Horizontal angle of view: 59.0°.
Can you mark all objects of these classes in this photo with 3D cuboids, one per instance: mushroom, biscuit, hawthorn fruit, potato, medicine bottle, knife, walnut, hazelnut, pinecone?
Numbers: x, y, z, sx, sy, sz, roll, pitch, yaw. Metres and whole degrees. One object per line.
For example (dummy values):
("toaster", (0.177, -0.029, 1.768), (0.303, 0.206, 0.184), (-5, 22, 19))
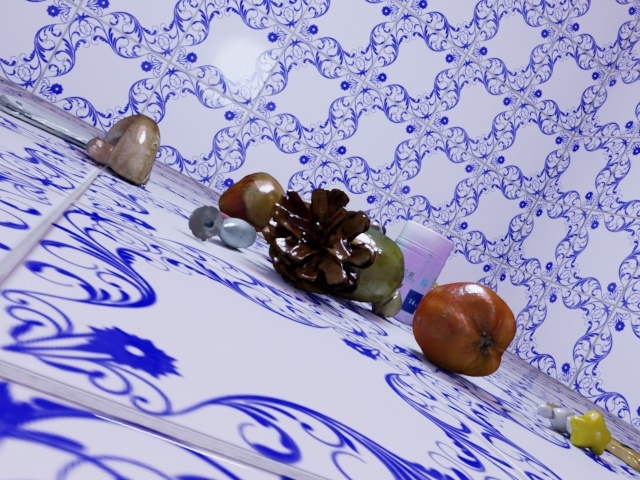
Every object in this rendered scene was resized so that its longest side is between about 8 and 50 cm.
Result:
("mushroom", (-0.446, -0.228, 1.325), (0.156, 0.151, 0.286), (30, 1, -31))
("biscuit", (0.591, 0.414, 1.199), (0.240, 0.035, 0.158), (30, 0, 34))
("hawthorn fruit", (0.256, 0.161, 1.032), (0.189, 0.189, 0.189), (29, 1, -1))
("potato", (0.046, 0.030, 1.259), (0.308, 0.173, 0.210), (28, 21, 8))
("medicine bottle", (0.243, 0.086, 1.553), (0.152, 0.253, 0.152), (28, 2, -1))
("knife", (-0.649, -0.279, 1.380), (0.073, 0.040, 0.266), (41, 7, 32))
("knife", (-0.216, -0.031, 1.618), (0.248, 0.018, 0.035), (32, -2, 0))
("walnut", (0.156, 0.143, 1.350), (0.092, 0.092, 0.092), (29, 1, -1))
("hazelnut", (-0.201, -0.120, 1.722), (0.210, 0.186, 0.210), (22, 19, -8))
("pinecone", (0.000, -0.002, 1.043), (0.229, 0.203, 0.201), (51, -19, 41))

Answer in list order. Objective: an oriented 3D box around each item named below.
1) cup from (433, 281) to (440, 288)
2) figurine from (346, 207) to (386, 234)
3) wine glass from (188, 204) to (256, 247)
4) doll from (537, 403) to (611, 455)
("cup", (0.387, 0.210, 1.760), (0.255, 0.178, 0.256), (25, 1, 20))
("figurine", (0.080, 0.014, 1.624), (0.206, 0.218, 0.365), (32, -2, 4))
("wine glass", (-0.175, -0.019, 1.048), (0.066, 0.066, 0.198), (29, 0, 13))
("doll", (0.453, 0.327, 1.020), (0.135, 0.071, 0.113), (24, -7, -1))
